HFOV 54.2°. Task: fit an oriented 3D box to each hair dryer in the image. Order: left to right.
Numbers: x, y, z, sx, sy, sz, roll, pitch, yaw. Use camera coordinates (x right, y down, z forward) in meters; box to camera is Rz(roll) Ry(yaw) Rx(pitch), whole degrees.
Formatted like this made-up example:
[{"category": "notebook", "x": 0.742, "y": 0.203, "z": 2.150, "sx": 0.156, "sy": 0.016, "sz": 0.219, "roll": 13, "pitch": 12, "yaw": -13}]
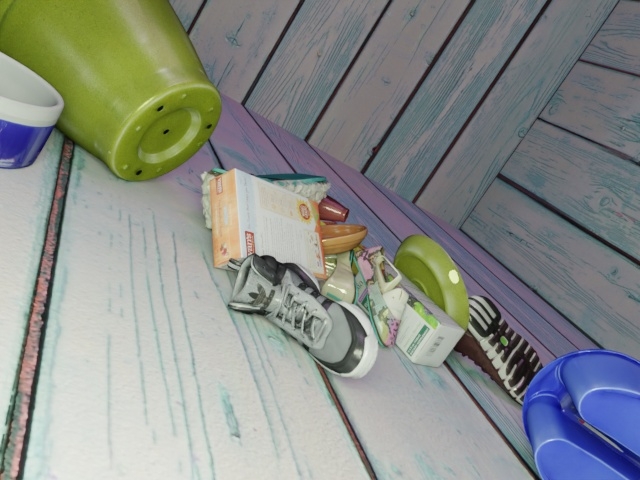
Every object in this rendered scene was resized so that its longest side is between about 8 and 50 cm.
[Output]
[{"category": "hair dryer", "x": -0.067, "y": -0.084, "z": 1.546, "sx": 0.293, "sy": 0.080, "sz": 0.224, "roll": 6, "pitch": 25, "yaw": -21}]

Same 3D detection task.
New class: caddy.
[{"category": "caddy", "x": 0.497, "y": 0.333, "z": 1.017, "sx": 0.341, "sy": 0.241, "sz": 0.179, "roll": 35, "pitch": 19, "yaw": 7}]

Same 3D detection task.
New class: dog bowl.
[{"category": "dog bowl", "x": -0.519, "y": -0.215, "z": 0.900, "sx": 0.264, "sy": 0.104, "sz": 0.265, "roll": 31, "pitch": 13, "yaw": -8}]

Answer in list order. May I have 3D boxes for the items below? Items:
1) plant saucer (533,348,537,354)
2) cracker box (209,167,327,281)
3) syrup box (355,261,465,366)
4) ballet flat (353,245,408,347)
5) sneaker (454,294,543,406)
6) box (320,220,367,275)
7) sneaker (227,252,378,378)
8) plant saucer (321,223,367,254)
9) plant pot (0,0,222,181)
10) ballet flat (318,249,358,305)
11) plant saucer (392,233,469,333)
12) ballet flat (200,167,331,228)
[{"category": "plant saucer", "x": 0.461, "y": 0.267, "z": 1.600, "sx": 0.258, "sy": 0.048, "sz": 0.259, "roll": 35, "pitch": 12, "yaw": 8}, {"category": "cracker box", "x": -0.088, "y": -0.015, "z": 1.094, "sx": 0.232, "sy": 0.067, "sz": 0.156, "roll": 20, "pitch": 58, "yaw": -52}, {"category": "syrup box", "x": 0.164, "y": 0.139, "z": 1.252, "sx": 0.096, "sy": 0.093, "sz": 0.237, "roll": 20, "pitch": 18, "yaw": -44}, {"category": "ballet flat", "x": 0.121, "y": 0.094, "z": 1.187, "sx": 0.077, "sy": 0.079, "sz": 0.222, "roll": 45, "pitch": 23, "yaw": -45}, {"category": "sneaker", "x": 0.355, "y": 0.239, "z": 1.346, "sx": 0.281, "sy": 0.106, "sz": 0.162, "roll": 55, "pitch": -30, "yaw": -8}, {"category": "box", "x": 0.088, "y": 0.041, "z": 1.507, "sx": 0.232, "sy": 0.058, "sz": 0.087, "roll": 37, "pitch": 13, "yaw": 22}, {"category": "sneaker", "x": -0.042, "y": 0.102, "z": 0.897, "sx": 0.153, "sy": 0.101, "sz": 0.268, "roll": 21, "pitch": 12, "yaw": -40}, {"category": "plant saucer", "x": 0.000, "y": 0.000, "z": 1.303, "sx": 0.199, "sy": 0.037, "sz": 0.200, "roll": -6, "pitch": 9, "yaw": 1}, {"category": "plant pot", "x": -0.374, "y": -0.311, "z": 1.153, "sx": 0.353, "sy": 0.366, "sz": 0.366, "roll": 48, "pitch": 17, "yaw": 15}, {"category": "ballet flat", "x": 0.030, "y": 0.064, "z": 1.261, "sx": 0.086, "sy": 0.086, "sz": 0.248, "roll": 31, "pitch": 14, "yaw": -8}, {"category": "plant saucer", "x": 0.218, "y": 0.107, "z": 1.314, "sx": 0.037, "sy": 0.241, "sz": 0.241, "roll": -18, "pitch": 40, "yaw": -24}, {"category": "ballet flat", "x": -0.115, "y": -0.079, "z": 1.300, "sx": 0.147, "sy": 0.147, "sz": 0.409, "roll": 38, "pitch": 20, "yaw": 21}]
